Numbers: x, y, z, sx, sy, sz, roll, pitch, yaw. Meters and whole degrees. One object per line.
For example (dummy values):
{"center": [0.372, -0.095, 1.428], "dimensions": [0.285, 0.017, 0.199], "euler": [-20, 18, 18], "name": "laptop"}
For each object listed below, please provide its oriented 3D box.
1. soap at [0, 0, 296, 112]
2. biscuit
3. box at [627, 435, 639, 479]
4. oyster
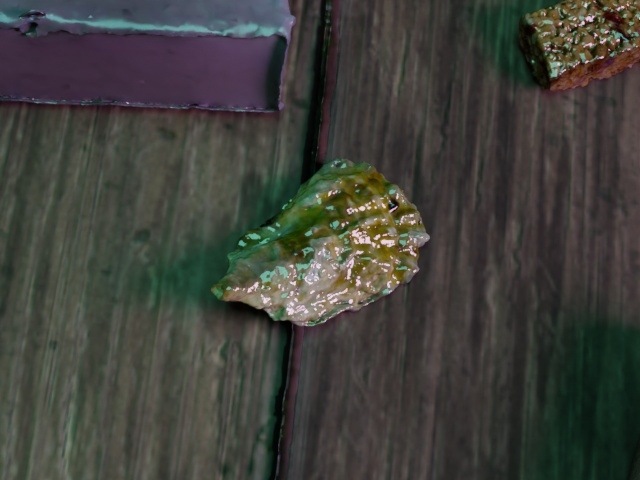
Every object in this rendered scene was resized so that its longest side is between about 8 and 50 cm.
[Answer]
{"center": [-0.164, -0.235, 1.165], "dimensions": [0.296, 0.107, 0.285], "euler": [4, 64, -5], "name": "soap"}
{"center": [0.235, -0.158, 1.212], "dimensions": [0.199, 0.034, 0.064], "euler": [-18, 68, -15], "name": "biscuit"}
{"center": [0.322, 0.153, 1.049], "dimensions": [0.256, 0.069, 0.164], "euler": [20, 63, 3], "name": "box"}
{"center": [0.000, 0.000, 1.111], "dimensions": [0.146, 0.045, 0.122], "euler": [1, 50, -6], "name": "oyster"}
